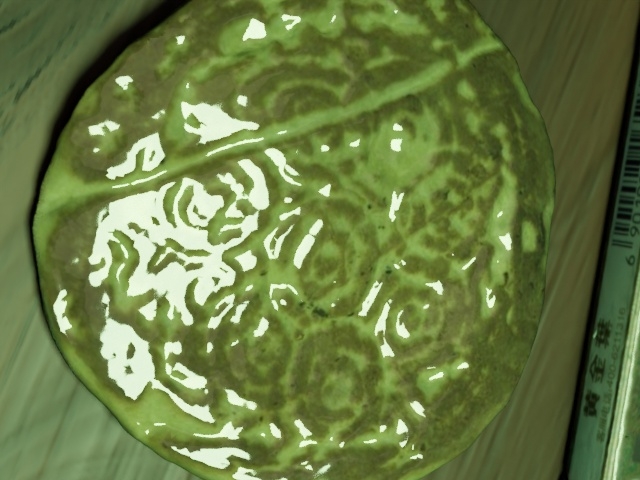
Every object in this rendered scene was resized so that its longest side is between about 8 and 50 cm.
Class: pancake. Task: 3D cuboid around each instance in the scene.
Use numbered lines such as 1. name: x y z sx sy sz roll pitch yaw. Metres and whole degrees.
1. pancake: 0.000 0.000 0.694 0.250 0.031 0.250 -2 96 -24

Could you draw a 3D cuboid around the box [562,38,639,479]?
1. box: 0.219 0.050 0.789 0.180 0.047 0.324 9 92 -25
